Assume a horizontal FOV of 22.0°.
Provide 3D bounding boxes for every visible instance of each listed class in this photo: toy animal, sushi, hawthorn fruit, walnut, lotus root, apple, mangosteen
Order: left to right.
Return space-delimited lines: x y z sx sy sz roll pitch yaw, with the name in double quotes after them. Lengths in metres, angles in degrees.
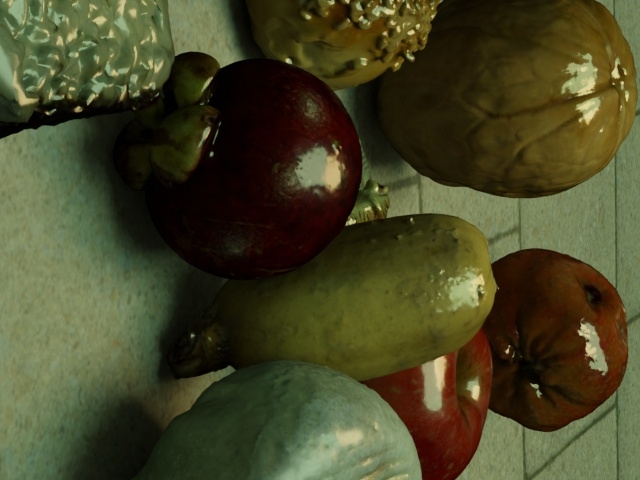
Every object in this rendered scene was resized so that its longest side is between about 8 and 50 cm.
-0.247 -0.182 1.178 0.348 0.208 0.234 -6 86 -69 "sushi"
-0.086 -0.078 1.516 0.257 0.215 0.215 30 64 -44 "mangosteen"
0.000 0.000 1.823 0.241 0.057 0.099 -48 135 -29 "toy animal"
0.011 0.063 1.628 0.169 0.343 0.151 -126 -155 -73 "lotus root"
0.072 0.156 1.831 0.260 0.217 0.260 -2 93 -64 "apple"
0.225 -0.184 2.013 0.277 0.313 0.252 -59 134 -31 "walnut"
0.311 0.138 2.308 0.262 0.258 0.258 27 66 -83 "hawthorn fruit"

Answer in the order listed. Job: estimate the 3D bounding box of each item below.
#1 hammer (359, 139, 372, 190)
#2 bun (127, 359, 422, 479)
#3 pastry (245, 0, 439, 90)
0.044 -0.036 1.957 0.158 0.041 0.226 -58 141 -46 "hammer"
-0.061 0.281 1.540 0.362 0.211 0.361 -33 134 -44 "bun"
0.043 -0.319 1.769 0.284 0.184 0.315 36 60 -61 "pastry"
